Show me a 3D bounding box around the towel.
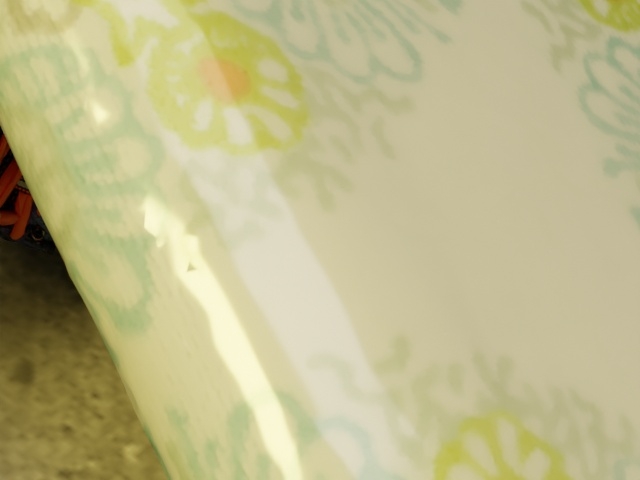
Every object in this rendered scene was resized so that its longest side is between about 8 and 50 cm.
[{"bbox_3d":[0.075,-0.021,0.550,0.374,0.090,0.320,-12,65,-44],"label":"towel"}]

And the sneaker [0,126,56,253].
[{"bbox_3d":[-0.103,-0.037,0.549,0.087,0.083,0.221,39,13,-1],"label":"sneaker"}]
